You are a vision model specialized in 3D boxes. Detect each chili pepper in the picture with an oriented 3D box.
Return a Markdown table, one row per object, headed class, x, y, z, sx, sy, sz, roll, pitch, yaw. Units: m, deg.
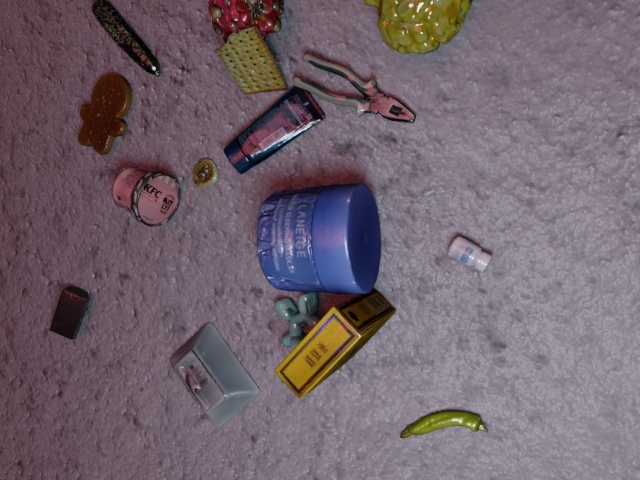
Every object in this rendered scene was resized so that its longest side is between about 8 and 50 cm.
| class | x | y | z | sx | sy | sz | roll | pitch | yaw |
| --- | --- | --- | --- | --- | --- | --- | --- | --- | --- |
| chili pepper | 0.279 | 0.421 | 1.201 | 0.208 | 0.043 | 0.048 | -14 | 111 | 26 |

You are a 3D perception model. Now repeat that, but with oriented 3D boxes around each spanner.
| class | x | y | z | sx | sy | sz | roll | pitch | yaw |
| --- | --- | --- | --- | --- | --- | --- | --- | --- | --- |
| spanner | 0.084 | -0.358 | 1.256 | 0.325 | 0.040 | 0.095 | 29 | 102 | 16 |

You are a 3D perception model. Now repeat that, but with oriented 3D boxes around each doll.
| class | x | y | z | sx | sy | sz | roll | pitch | yaw |
| --- | --- | --- | --- | --- | --- | --- | --- | --- | --- |
| doll | -0.054 | 0.214 | 1.306 | 0.159 | 0.059 | 0.158 | -27 | 82 | 37 |

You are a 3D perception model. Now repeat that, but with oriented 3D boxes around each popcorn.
| class | x | y | z | sx | sy | sz | roll | pitch | yaw |
| --- | --- | --- | --- | --- | --- | --- | --- | --- | --- |
| popcorn | 0.216 | -0.545 | 1.111 | 0.258 | 0.224 | 0.270 | -21 | 89 | 28 |

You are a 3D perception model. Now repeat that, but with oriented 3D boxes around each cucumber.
| class | x | y | z | sx | sy | sz | roll | pitch | yaw |
| --- | --- | --- | --- | --- | --- | --- | --- | --- | --- |
| cucumber | -0.553 | -0.574 | 1.489 | 0.067 | 0.067 | 0.293 | -44 | 77 | 16 |

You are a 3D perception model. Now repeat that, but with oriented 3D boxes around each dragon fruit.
| class | x | y | z | sx | sy | sz | roll | pitch | yaw |
| --- | --- | --- | --- | --- | --- | --- | --- | --- | --- |
| dragon fruit | -0.190 | -0.603 | 1.270 | 0.198 | 0.219 | 0.272 | -30 | 72 | 59 |

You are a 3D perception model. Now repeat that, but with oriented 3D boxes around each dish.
| class | x | y | z | sx | sy | sz | roll | pitch | yaw |
| --- | --- | --- | --- | --- | --- | --- | --- | --- | --- |
| dish | -0.306 | 0.371 | 1.403 | 0.182 | 0.080 | 0.243 | -44 | 76 | 17 |

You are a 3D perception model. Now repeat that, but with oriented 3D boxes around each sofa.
| class | x | y | z | sx | sy | sz | roll | pitch | yaw |
| --- | --- | --- | --- | --- | --- | --- | --- | --- | --- |
| sofa | -0.759 | 0.221 | 1.593 | 0.085 | 0.060 | 0.147 | 23 | 100 | 2 |

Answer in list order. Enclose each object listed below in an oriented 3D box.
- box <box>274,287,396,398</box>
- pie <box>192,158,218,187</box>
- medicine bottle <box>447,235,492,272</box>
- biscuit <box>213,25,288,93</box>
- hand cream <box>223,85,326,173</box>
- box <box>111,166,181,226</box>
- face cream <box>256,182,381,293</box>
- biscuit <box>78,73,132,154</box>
| class | x | y | z | sx | sy | sz | roll | pitch | yaw |
| --- | --- | --- | --- | --- | --- | --- | --- | --- | --- |
| box | 0.045 | 0.215 | 1.143 | 0.084 | 0.301 | 0.193 | 44 | 106 | 14 |
| pie | -0.318 | -0.184 | 1.427 | 0.084 | 0.021 | 0.084 | 0 | 91 | 20 |
| medicine bottle | 0.334 | 0.031 | 1.162 | 0.089 | 0.052 | 0.052 | 31 | 102 | 18 |
| biscuit | -0.175 | -0.436 | 1.282 | 0.144 | 0.203 | 0.016 | -1 | 64 | 23 |
| hand cream | -0.124 | -0.283 | 1.335 | 0.271 | 0.061 | 0.120 | -36 | 80 | 13 |
| box | -0.487 | -0.128 | 1.430 | 0.135 | 0.151 | 0.151 | 21 | 98 | 27 |
| face cream | 0.000 | 0.000 | 1.186 | 0.225 | 0.249 | 0.248 | -4 | 90 | 23 |
| biscuit | -0.632 | -0.374 | 1.535 | 0.180 | 0.039 | 0.236 | 29 | 100 | 20 |
